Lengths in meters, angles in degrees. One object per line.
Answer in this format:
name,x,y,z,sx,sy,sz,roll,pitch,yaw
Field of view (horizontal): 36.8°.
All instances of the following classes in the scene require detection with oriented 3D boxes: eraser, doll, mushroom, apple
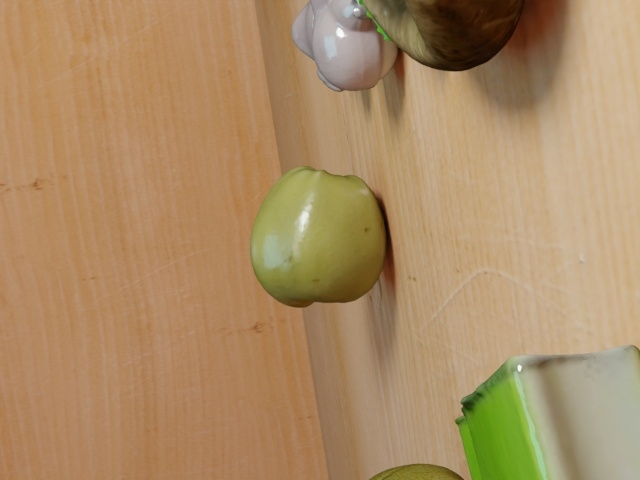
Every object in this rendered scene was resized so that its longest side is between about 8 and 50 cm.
eraser,0.169,0.221,0.612,0.210,0.092,0.274,98,160,-69
doll,0.022,-0.258,1.147,0.365,0.094,0.160,-136,40,-79
mushroom,0.076,-0.193,0.648,0.285,0.156,0.151,51,-163,-81
apple,0.000,0.000,1.291,0.200,0.200,0.200,171,90,-83

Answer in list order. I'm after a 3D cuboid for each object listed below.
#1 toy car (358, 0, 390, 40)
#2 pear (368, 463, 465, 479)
toy car,0.070,-0.242,0.905,0.165,0.062,0.071,-110,12,-55
pear,0.111,0.316,1.004,0.167,0.137,0.167,174,90,-81
